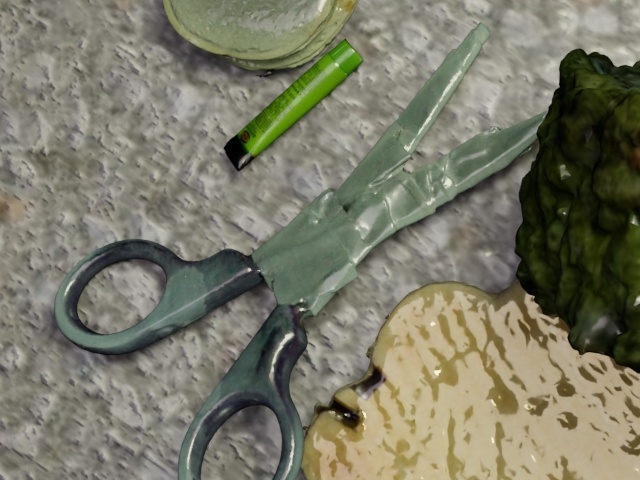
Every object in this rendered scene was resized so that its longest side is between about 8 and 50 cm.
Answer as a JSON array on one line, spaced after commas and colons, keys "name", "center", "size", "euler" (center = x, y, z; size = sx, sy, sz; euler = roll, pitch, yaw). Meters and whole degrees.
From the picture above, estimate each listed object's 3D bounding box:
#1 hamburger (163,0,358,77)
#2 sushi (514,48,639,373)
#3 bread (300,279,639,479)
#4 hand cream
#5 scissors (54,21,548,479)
[{"name": "hamburger", "center": [-0.043, -0.189, 1.102], "size": [0.140, 0.062, 0.133], "euler": [13, 83, 16]}, {"name": "sushi", "center": [0.290, -0.021, 0.878], "size": [0.352, 0.294, 0.178], "euler": [-4, 105, -26]}, {"name": "bread", "center": [0.139, 0.164, 1.027], "size": [0.316, 0.054, 0.316], "euler": [-2, 83, 14]}, {"name": "hand cream", "center": [-0.021, -0.099, 1.106], "size": [0.122, 0.023, 0.036], "euler": [-40, 40, 5]}, {"name": "scissors", "center": [0.000, 0.000, 1.071], "size": [0.383, 0.029, 0.256], "euler": [-43, 59, 0]}]
